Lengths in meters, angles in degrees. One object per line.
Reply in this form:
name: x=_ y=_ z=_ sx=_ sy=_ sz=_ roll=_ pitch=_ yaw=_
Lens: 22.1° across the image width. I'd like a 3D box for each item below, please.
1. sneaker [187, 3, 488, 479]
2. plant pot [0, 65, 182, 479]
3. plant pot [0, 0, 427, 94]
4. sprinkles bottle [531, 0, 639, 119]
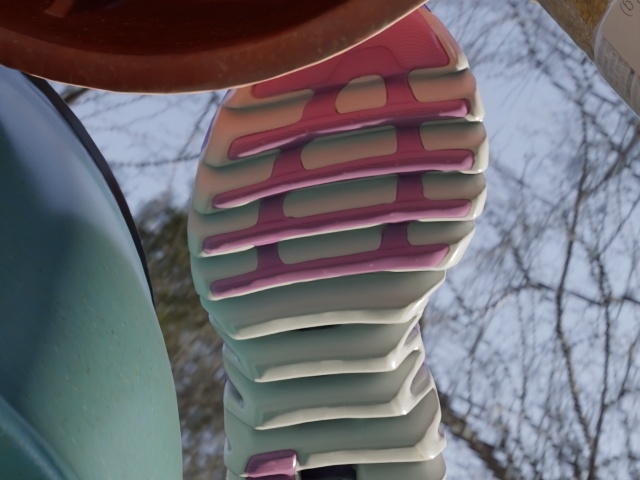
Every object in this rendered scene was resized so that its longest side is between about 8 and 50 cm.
sneaker: x=0.000 y=0.000 z=0.582 sx=0.095 sy=0.104 sz=0.236 roll=-2 pitch=-48 yaw=-5
plant pot: x=-0.152 y=0.066 z=0.404 sx=0.271 sy=0.255 sz=0.272 roll=-3 pitch=-77 yaw=-16
plant pot: x=-0.009 y=-0.204 z=0.519 sx=0.272 sy=0.265 sz=0.272 roll=5 pitch=-73 yaw=18
sprinkles bottle: x=0.240 y=-0.067 z=0.851 sx=0.355 sy=0.121 sz=0.121 roll=54 pitch=-52 yaw=32
